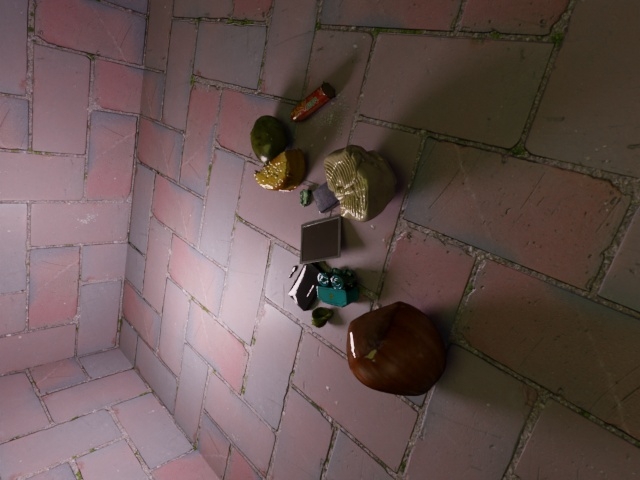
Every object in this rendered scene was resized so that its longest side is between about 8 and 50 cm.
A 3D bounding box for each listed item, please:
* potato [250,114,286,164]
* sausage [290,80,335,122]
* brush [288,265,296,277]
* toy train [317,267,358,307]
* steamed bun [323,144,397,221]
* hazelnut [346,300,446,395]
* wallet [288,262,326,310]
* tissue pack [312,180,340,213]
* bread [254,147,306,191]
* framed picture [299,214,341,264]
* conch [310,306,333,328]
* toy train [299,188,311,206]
[{"bbox_3d":[-0.243,-0.478,1.958,0.187,0.149,0.252,-13,75,28],"label":"potato"},{"bbox_3d":[-0.049,-0.594,1.815,0.264,0.083,0.083,-24,77,43],"label":"sausage"},{"bbox_3d":[-0.137,0.155,2.008,0.024,0.008,0.083,47,123,28],"label":"brush"},{"bbox_3d":[0.073,0.202,1.758,0.198,0.107,0.154,6,106,42],"label":"toy train"},{"bbox_3d":[0.162,-0.225,1.575,0.289,0.204,0.275,30,123,52],"label":"steamed bun"},{"bbox_3d":[0.261,0.401,1.480,0.373,0.315,0.371,24,138,24],"label":"hazelnut"},{"bbox_3d":[-0.059,0.206,1.918,0.149,0.044,0.250,45,121,26],"label":"wallet"},{"bbox_3d":[0.041,-0.199,1.783,0.156,0.051,0.112,-31,70,40],"label":"tissue pack"},{"bbox_3d":[-0.171,-0.304,1.901,0.261,0.160,0.147,-27,82,35],"label":"bread"},{"bbox_3d":[0.000,0.000,1.834,0.253,0.014,0.196,-12,71,43],"label":"framed picture"},{"bbox_3d":[0.000,0.343,1.852,0.121,0.074,0.089,-37,103,17],"label":"conch"},{"bbox_3d":[-0.069,-0.196,1.896,0.053,0.033,0.083,5,97,39],"label":"toy train"}]
